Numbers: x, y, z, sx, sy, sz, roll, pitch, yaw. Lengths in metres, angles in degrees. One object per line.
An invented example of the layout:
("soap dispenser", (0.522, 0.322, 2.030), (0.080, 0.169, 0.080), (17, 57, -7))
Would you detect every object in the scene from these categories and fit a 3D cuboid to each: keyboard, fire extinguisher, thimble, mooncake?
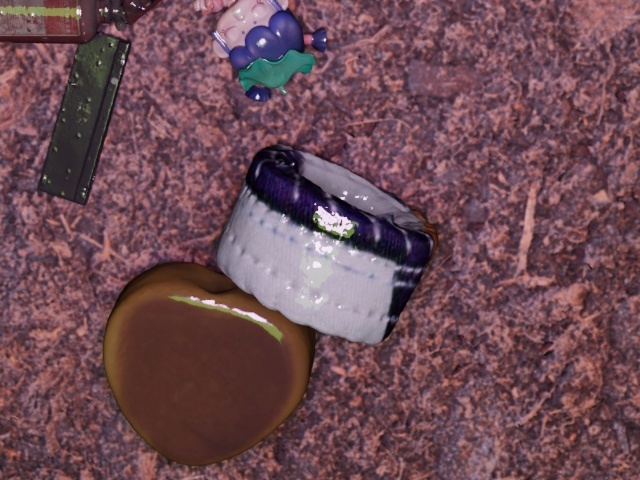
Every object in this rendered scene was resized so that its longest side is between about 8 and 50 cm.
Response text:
("keyboard", (-0.261, -0.137, 1.821), (0.060, 0.018, 0.195), (19, 105, 2))
("fire extinguisher", (-0.287, -0.248, 1.741), (0.252, 0.106, 0.075), (2, 86, -1))
("thimble", (0.000, 0.000, 1.762), (0.237, 0.237, 0.150), (26, 101, -8))
("mooncake", (-0.126, 0.139, 1.846), (0.235, 0.117, 0.234), (2, 114, 5))

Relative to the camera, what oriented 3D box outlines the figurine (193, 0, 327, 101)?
("figurine", (-0.077, -0.247, 1.751), (0.111, 0.102, 0.195), (-29, 101, 10))
